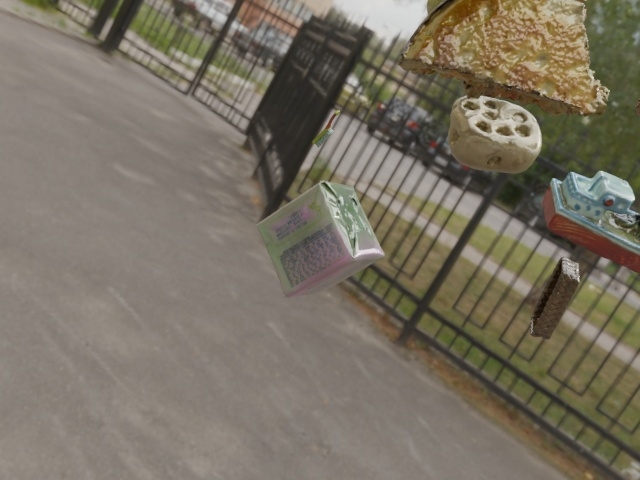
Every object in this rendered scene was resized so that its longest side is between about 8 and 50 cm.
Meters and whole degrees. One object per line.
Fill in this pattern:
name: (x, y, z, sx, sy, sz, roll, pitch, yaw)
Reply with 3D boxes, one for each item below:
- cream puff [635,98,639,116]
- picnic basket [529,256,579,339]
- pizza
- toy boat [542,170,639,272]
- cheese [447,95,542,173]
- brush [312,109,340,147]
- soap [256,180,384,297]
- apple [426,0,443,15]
cream puff: (0.823, -0.318, 1.811, 0.169, 0.183, 0.183, 37, 13, 16)
picnic basket: (0.548, 0.137, 1.889, 0.055, 0.193, 0.110, 22, 30, 5)
pizza: (0.420, -0.382, 1.662, 0.406, 0.440, 0.130, 57, 8, 18)
toy boat: (0.617, -0.038, 1.623, 0.332, 0.133, 0.145, 23, 35, -10)
cheese: (0.393, -0.241, 1.881, 0.218, 0.117, 0.235, -22, 51, -34)
brush: (0.016, -0.203, 1.469, 0.021, 0.083, 0.019, 41, 34, 1)
soap: (0.000, 0.000, 1.711, 0.138, 0.199, 0.182, 1, 62, -57)
apple: (0.352, -0.568, 1.971, 0.200, 0.200, 0.200, 28, 12, -6)
